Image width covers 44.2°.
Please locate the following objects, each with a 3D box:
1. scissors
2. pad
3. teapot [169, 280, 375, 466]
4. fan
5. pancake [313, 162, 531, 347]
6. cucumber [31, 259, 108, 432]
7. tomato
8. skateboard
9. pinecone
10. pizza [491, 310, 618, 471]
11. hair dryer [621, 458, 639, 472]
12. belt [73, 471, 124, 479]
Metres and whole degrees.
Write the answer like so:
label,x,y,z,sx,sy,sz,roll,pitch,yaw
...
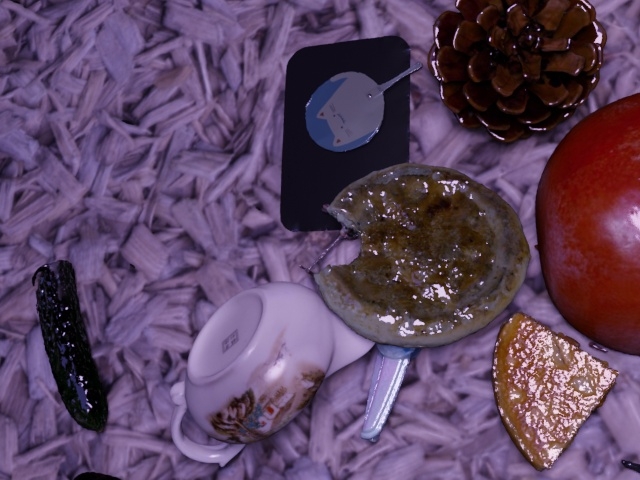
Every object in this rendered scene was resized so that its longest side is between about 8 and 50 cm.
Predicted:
label,x,y,z,sx,sy,sz,roll,pitch,yaw
scissors,0.096,0.114,0.941,0.125,0.030,0.256,13,79,25
pad,0.032,-0.143,1.046,0.181,0.004,0.267,-2,77,20
teapot,-0.073,0.154,0.934,0.298,0.139,0.204,-38,30,18
fan,0.058,-0.187,1.041,0.175,0.005,0.113,-31,67,13
pancake,0.118,0.009,0.911,0.253,0.037,0.253,-2,58,3
cucumber,-0.346,0.150,1.084,0.067,0.067,0.245,-23,70,14
tomato,0.379,-0.036,0.813,0.338,0.144,0.338,-5,74,18
skateboard,0.000,0.000,1.008,0.083,0.032,0.064,-48,58,5
pinecone,0.226,-0.215,0.889,0.208,0.208,0.208,-5,75,20
pizza,0.256,0.162,0.860,0.134,0.046,0.175,-3,76,21
hair dryer,0.381,0.249,0.795,0.150,0.047,0.071,11,82,29
belt,-0.194,0.385,0.904,0.289,0.184,0.164,33,85,19
